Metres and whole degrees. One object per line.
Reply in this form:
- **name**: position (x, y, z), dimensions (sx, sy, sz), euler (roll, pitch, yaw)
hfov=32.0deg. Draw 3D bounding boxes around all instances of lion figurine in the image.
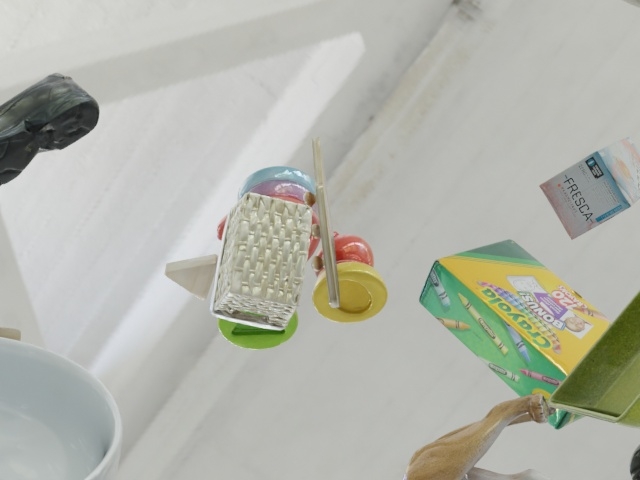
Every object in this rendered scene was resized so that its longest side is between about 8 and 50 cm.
- **lion figurine**: position (0.136, 0.325, 1.190), dimensions (0.240, 0.392, 0.142), euler (-15, -61, 26)

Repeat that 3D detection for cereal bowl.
- **cereal bowl**: position (-0.354, 0.218, 1.009), dimensions (0.339, 0.339, 0.141), euler (-3, -67, -27)

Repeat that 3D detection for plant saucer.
- **plant saucer**: position (0.306, 0.098, 1.006), dimensions (0.045, 0.188, 0.188), euler (42, -97, -3)

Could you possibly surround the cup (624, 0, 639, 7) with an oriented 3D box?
- **cup**: position (0.327, -0.216, 0.587), dimensions (0.237, 0.331, 0.331), euler (35, -76, 0)

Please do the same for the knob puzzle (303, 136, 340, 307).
- **knob puzzle**: position (0.000, 0.000, 1.380), dimensions (0.030, 0.213, 0.213), euler (-7, -53, 2)

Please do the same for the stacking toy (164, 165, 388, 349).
- **stacking toy**: position (-0.073, 0.025, 1.786), dimensions (0.280, 0.130, 0.309), euler (-26, -51, 20)

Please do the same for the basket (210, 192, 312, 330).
- **basket**: position (-0.080, 0.026, 1.556), dimensions (0.113, 0.167, 0.103), euler (13, -24, -12)

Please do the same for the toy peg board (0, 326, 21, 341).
- **toy peg board**: position (-0.404, 0.168, 1.231), dimensions (0.161, 0.079, 0.160), euler (10, -104, -35)

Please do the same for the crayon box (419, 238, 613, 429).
- **crayon box**: position (0.290, 0.120, 1.529), dimensions (0.165, 0.278, 0.081), euler (-14, -45, -40)

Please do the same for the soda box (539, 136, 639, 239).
- **soda box**: position (0.261, -0.052, 1.034), dimensions (0.063, 0.058, 0.183), euler (-33, -4, 25)

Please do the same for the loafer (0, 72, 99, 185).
- **loafer**: position (-0.290, -0.098, 1.027), dimensions (0.170, 0.061, 0.062), euler (-30, -29, -24)

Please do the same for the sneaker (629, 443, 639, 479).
- **sneaker**: position (0.547, 0.362, 1.467), dimensions (0.109, 0.286, 0.130), euler (-50, -32, 0)
